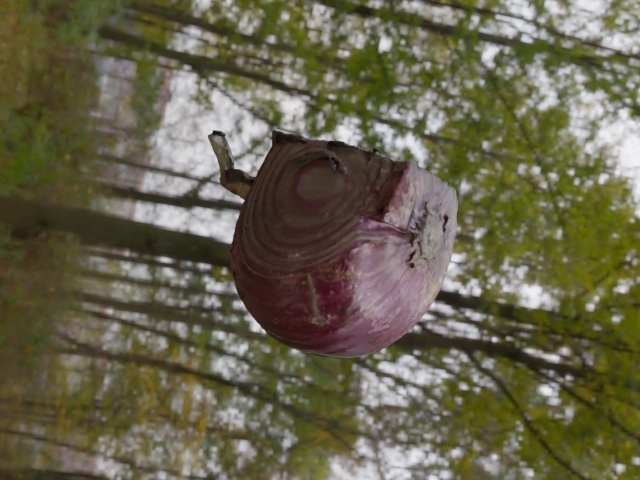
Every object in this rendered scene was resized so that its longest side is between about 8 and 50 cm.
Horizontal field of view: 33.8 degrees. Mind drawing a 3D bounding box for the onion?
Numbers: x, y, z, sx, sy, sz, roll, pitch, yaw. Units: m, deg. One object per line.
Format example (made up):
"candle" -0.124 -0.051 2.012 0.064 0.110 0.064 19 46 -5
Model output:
"onion" 0.024 0.013 1.148 0.272 0.256 0.230 0 -105 56
